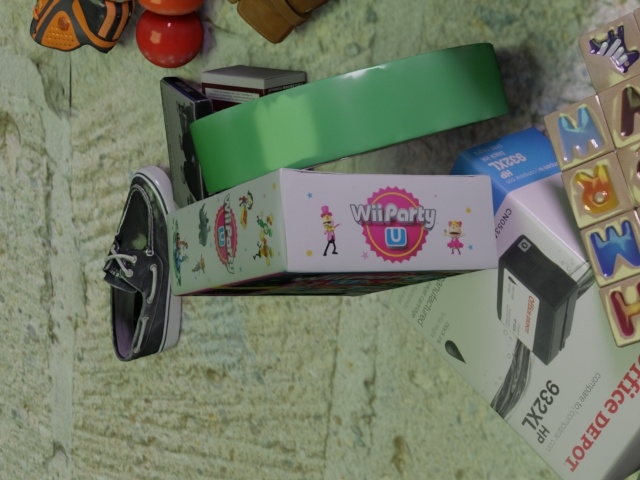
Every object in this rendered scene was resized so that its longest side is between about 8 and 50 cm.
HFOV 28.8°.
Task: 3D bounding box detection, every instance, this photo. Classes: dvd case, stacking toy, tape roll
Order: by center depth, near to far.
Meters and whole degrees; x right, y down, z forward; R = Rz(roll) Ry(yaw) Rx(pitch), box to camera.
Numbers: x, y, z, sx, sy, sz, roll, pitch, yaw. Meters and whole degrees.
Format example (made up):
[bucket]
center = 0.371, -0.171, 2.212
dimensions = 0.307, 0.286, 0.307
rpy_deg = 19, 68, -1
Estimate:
[tape roll]
center = 0.030, -0.123, 1.279
dimensions = 0.321, 0.321, 0.077
rpy_deg = -13, 94, 49
[stacking toy]
center = -0.185, -0.372, 1.579
dimensions = 0.141, 0.141, 0.330
rpy_deg = 32, 132, 36
[dvd case]
center = -0.171, -0.114, 1.645
dimensions = 0.238, 0.029, 0.179
rpy_deg = -138, 42, -68

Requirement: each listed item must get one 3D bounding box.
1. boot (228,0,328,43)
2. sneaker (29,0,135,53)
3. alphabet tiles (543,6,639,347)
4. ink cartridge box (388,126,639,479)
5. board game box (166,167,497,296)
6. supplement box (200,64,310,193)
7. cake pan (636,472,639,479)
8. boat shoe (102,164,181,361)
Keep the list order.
[boot]
center = -0.066, -0.393, 1.465
dimensions = 0.283, 0.109, 0.220
rpy_deg = 54, 141, 8
[sneaker]
center = -0.394, -0.388, 1.790
dimensions = 0.321, 0.124, 0.180
rpy_deg = 50, 134, 22
[alphabet tiles]
center = 0.353, -0.058, 1.082
dimensions = 0.285, 0.011, 0.343
rpy_deg = -23, 75, 29
[ink cartridge box]
center = 0.243, 0.072, 1.265
dimensions = 0.307, 0.129, 0.223
rpy_deg = 46, 133, 26
[board game box]
center = 0.000, 0.000, 1.252
dimensions = 0.303, 0.224, 0.098
rpy_deg = 162, 106, -63
[supplement box]
center = -0.079, -0.098, 1.594
dimensions = 0.130, 0.073, 0.240
rpy_deg = 14, 113, 45
[cake pan]
center = 0.437, 0.307, 1.200
dimensions = 0.293, 0.054, 0.293
rpy_deg = 20, 118, 42
[boat shoe]
center = -0.269, 0.039, 1.829
dimensions = 0.108, 0.102, 0.301
rpy_deg = 29, 124, 38
